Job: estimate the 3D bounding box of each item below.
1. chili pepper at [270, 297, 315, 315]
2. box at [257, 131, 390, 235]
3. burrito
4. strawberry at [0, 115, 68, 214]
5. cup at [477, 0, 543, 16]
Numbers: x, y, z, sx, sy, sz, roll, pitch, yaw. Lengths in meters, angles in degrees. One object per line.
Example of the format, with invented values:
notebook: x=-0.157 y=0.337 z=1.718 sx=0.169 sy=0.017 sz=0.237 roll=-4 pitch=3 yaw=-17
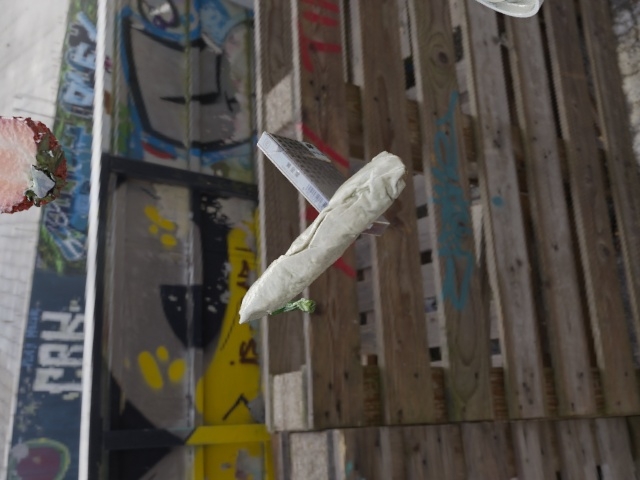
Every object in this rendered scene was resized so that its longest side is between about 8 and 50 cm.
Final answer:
chili pepper: x=-0.049 y=0.120 z=1.226 sx=0.091 sy=0.030 sz=0.034 roll=-8 pitch=34 yaw=22
box: x=0.005 y=-0.134 z=1.572 sx=0.325 sy=0.180 sz=0.047 roll=49 pitch=116 yaw=31
burrito: x=0.000 y=0.000 z=1.102 sx=0.392 sy=0.076 sz=0.117 roll=-45 pitch=10 yaw=24
strawberry: x=-0.578 y=-0.149 z=1.275 sx=0.286 sy=0.106 sz=0.188 roll=19 pitch=100 yaw=20
cup: x=0.218 y=-0.420 z=0.798 sx=0.241 sy=0.185 sz=0.226 roll=38 pitch=96 yaw=11
